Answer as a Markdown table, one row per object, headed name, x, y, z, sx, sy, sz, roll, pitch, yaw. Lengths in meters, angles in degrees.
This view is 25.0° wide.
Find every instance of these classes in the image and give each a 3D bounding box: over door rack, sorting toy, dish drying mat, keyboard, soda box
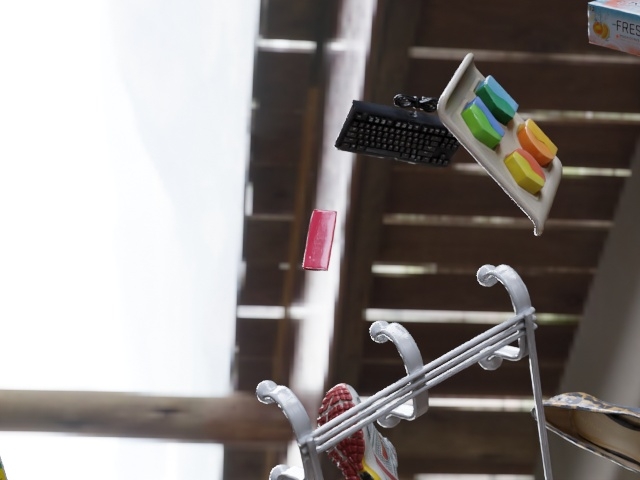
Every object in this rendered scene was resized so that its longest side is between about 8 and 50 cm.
| name | x | y | z | sx | sy | sz | roll | pitch | yaw |
| --- | --- | --- | --- | --- | --- | --- | --- | --- | --- |
| over door rack | 0.091 | 0.202 | 1.236 | 0.108 | 0.240 | 0.324 | 33 | 145 | 57 |
| sorting toy | 0.232 | -0.126 | 1.792 | 0.038 | 0.208 | 0.193 | -34 | 11 | 28 |
| dish drying mat | 0.000 | 0.000 | 1.756 | 0.008 | 0.032 | 0.083 | 81 | -164 | -60 |
| keyboard | 0.116 | -0.151 | 1.962 | 0.108 | 0.180 | 0.023 | -66 | 31 | 29 |
| soda box | 0.456 | -0.293 | 2.009 | 0.183 | 0.058 | 0.063 | 27 | 130 | 49 |

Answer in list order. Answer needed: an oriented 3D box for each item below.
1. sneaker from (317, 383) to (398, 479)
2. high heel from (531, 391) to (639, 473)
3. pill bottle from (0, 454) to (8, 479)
| name | x | y | z | sx | sy | sz | roll | pitch | yaw |
| --- | --- | --- | --- | --- | --- | --- | --- | --- | --- |
| sneaker | 0.066 | 0.334 | 2.300 | 0.093 | 0.088 | 0.225 | -25 | -82 | -54 |
| high heel | 0.371 | 0.258 | 1.844 | 0.261 | 0.186 | 0.093 | -74 | -10 | -82 |
| pill bottle | -0.385 | 0.343 | 1.603 | 0.117 | 0.118 | 0.208 | -171 | 64 | -83 |
